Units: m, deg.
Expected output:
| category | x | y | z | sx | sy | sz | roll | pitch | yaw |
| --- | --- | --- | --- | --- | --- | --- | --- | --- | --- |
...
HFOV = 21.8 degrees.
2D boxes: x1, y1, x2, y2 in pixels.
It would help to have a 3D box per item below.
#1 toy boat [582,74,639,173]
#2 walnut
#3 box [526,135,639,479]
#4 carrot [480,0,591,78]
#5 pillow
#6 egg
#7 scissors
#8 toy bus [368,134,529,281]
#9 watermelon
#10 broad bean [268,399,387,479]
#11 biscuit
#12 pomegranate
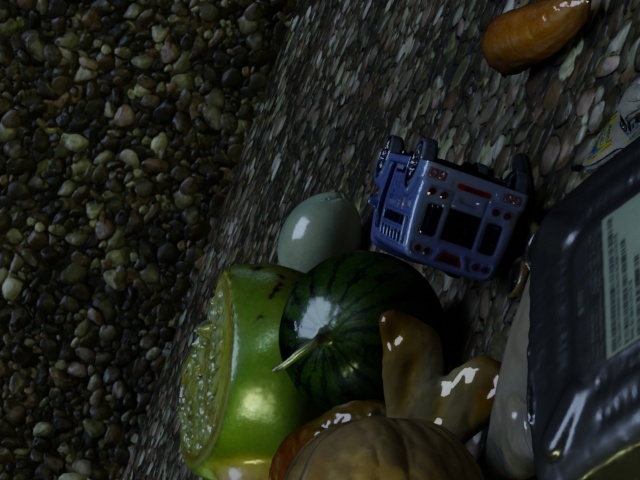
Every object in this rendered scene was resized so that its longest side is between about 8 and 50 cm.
| category | x | y | z | sx | sy | sz | roll | pitch | yaw |
| --- | --- | --- | --- | --- | --- | --- | --- | --- | --- |
| toy boat | 0.281 | -0.103 | 1.453 | 0.210 | 0.066 | 0.084 | 133 | 156 | -61 |
| walnut | 0.053 | 0.283 | 1.478 | 0.225 | 0.224 | 0.261 | 134 | 143 | -60 |
| box | 0.263 | 0.028 | 1.233 | 0.289 | 0.073 | 0.290 | -41 | 31 | 42 |
| carrot | 0.244 | -0.237 | 1.813 | 0.205 | 0.072 | 0.072 | 154 | 135 | -69 |
| pillow | 0.211 | 0.077 | 1.460 | 0.173 | 0.067 | 0.270 | 141 | 147 | -71 |
| egg | 0.000 | 0.000 | 2.336 | 0.114 | 0.114 | 0.152 | -92 | 22 | -59 |
| scissors | 0.212 | -0.028 | 1.730 | 0.220 | 0.017 | 0.088 | -86 | 18 | -53 |
| toy bus | 0.127 | -0.034 | 1.811 | 0.292 | 0.125 | 0.133 | -145 | 74 | -81 |
| watermelon | 0.042 | 0.102 | 1.812 | 0.214 | 0.188 | 0.188 | 19 | -88 | -63 |
| broad bean | 0.030 | 0.244 | 1.745 | 0.228 | 0.156 | 0.122 | -58 | 4 | 36 |
| biscuit | 0.095 | 0.188 | 1.607 | 0.047 | 0.164 | 0.208 | -7 | -57 | -66 |
| pomegranate | -0.044 | 0.205 | 2.022 | 0.310 | 0.216 | 0.359 | 128 | 141 | -56 |
